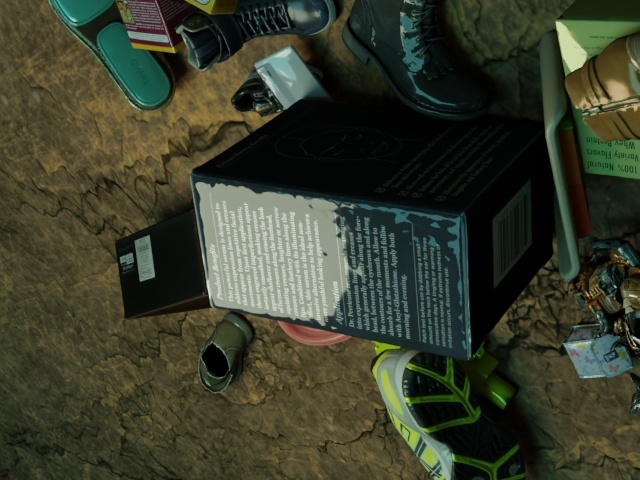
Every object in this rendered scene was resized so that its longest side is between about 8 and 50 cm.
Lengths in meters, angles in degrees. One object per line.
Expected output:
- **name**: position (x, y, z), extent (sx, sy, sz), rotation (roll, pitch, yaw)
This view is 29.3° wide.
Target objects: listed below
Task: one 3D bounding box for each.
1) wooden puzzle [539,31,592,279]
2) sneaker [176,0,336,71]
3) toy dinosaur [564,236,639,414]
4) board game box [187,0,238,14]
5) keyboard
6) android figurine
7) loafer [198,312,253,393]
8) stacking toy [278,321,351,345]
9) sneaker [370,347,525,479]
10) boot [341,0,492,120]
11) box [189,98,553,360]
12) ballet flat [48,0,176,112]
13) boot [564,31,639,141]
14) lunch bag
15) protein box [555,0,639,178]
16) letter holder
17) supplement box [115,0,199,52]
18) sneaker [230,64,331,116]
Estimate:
- **wooden puzzle**: position (0.301, -0.107, 1.503), extent (0.044, 0.221, 0.238), rotation (-5, 124, 11)
- **sneaker**: position (-0.100, -0.302, 1.748), extent (0.226, 0.163, 0.086), rotation (7, 128, 40)
- **toy dinosaur**: position (0.431, 0.096, 1.578), extent (0.322, 0.164, 0.218), rotation (-119, 4, -80)
- **board game box**: position (-0.219, -0.487, 1.689), extent (0.317, 0.064, 0.242), rotation (31, 116, 20)
- **keyboard**: position (0.002, -0.178, 1.828), extent (0.072, 0.014, 0.256), rotation (-25, 118, 26)
- **android figurine**: position (0.192, 0.207, 2.038), extent (0.273, 0.056, 0.248), rotation (36, 144, 11)
- **loafer**: position (-0.208, 0.235, 2.445), extent (0.094, 0.087, 0.251), rotation (37, 144, 13)
- **stacking toy**: position (0.000, 0.000, 2.032), extent (0.280, 0.130, 0.309), rotation (-29, 106, 27)
- **sneaker**: position (0.212, 0.316, 1.998), extent (0.147, 0.145, 0.384), rotation (19, 140, 58)
- **boot**: position (0.131, -0.296, 1.577), extent (0.263, 0.091, 0.229), rotation (37, 144, 17)
- **box**: position (0.075, -0.031, 1.646), extent (0.396, 0.293, 0.212), rotation (10, 121, 29)
- **ballet flat**: position (-0.356, -0.362, 2.008), extent (0.123, 0.123, 0.348), rotation (-18, 109, 52)
- **boot**: position (0.356, -0.125, 1.295), extent (0.152, 0.073, 0.197), rotation (-23, 94, 51)
- **lunch bag**: position (0.404, 0.160, 1.775), extent (0.083, 0.053, 0.071), rotation (-10, 119, 39)
- **protein box**: position (0.396, -0.184, 1.373), extent (0.200, 0.136, 0.201), rotation (10, 131, 39)
- **letter holder**: position (-0.204, 0.040, 2.223), extent (0.302, 0.214, 0.152), rotation (-18, 79, 53)
- **supplement box**: position (-0.262, -0.393, 1.893), extent (0.104, 0.081, 0.188), rotation (13, 133, 39)
- **sneaker**: position (-0.063, -0.216, 1.865), extent (0.178, 0.077, 0.072), rotation (-2, 125, 45)
